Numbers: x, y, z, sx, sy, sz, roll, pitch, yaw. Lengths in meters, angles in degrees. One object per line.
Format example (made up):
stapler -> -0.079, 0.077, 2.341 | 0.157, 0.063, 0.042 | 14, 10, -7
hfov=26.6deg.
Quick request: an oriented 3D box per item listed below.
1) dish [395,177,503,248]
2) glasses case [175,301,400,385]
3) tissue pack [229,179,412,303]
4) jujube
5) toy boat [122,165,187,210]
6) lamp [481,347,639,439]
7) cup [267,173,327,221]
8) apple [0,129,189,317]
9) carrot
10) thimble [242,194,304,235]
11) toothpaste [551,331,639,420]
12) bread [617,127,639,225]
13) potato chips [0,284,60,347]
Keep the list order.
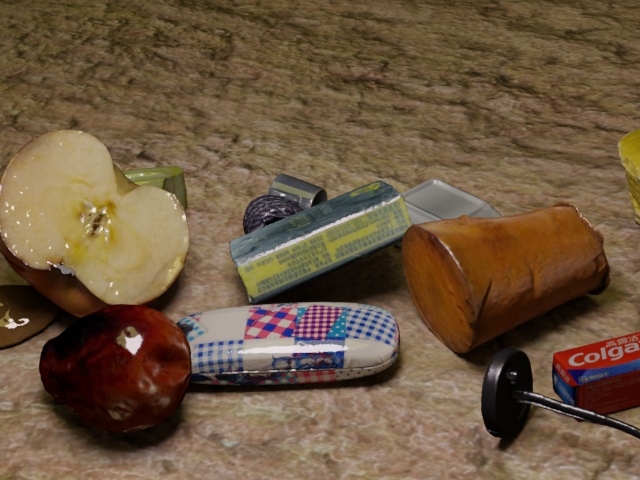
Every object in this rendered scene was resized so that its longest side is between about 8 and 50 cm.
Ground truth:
dish -> 0.207, -0.028, 2.098 | 0.154, 0.064, 0.234 | -28, 40, -33
glasses case -> -0.054, 0.141, 1.854 | 0.327, 0.076, 0.125 | -3, 34, 4
tissue pack -> 0.000, 0.000, 1.972 | 0.257, 0.081, 0.185 | -23, 10, -2
jujube -> -0.278, 0.167, 1.777 | 0.236, 0.168, 0.168 | -3, 27, 38
toy boat -> -0.349, -0.048, 2.159 | 0.276, 0.111, 0.084 | -9, 38, -7
lamp -> 0.373, 0.248, 1.649 | 0.371, 0.108, 0.130 | 19, 59, 17
cup -> -0.041, -0.062, 2.161 | 0.077, 0.078, 0.100 | 16, 1, 23
apple -> -0.358, -0.003, 2.000 | 0.293, 0.163, 0.251 | 37, 54, -11
carrot -> 0.264, 0.031, 1.885 | 0.254, 0.196, 0.196 | -19, 35, -22
thimble -> -0.065, -0.022, 2.095 | 0.104, 0.095, 0.066 | -11, 31, -10
toothpaste -> 0.466, 0.156, 1.774 | 0.320, 0.066, 0.076 | -12, 33, -13
bread -> 0.547, -0.086, 2.043 | 0.197, 0.171, 0.197 | -5, 32, 3
potato chips -> -0.487, 0.104, 1.999 | 0.201, 0.049, 0.150 | -10, 30, -2
